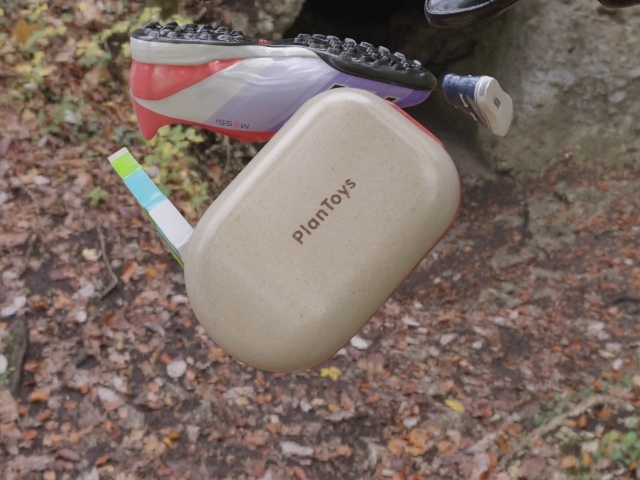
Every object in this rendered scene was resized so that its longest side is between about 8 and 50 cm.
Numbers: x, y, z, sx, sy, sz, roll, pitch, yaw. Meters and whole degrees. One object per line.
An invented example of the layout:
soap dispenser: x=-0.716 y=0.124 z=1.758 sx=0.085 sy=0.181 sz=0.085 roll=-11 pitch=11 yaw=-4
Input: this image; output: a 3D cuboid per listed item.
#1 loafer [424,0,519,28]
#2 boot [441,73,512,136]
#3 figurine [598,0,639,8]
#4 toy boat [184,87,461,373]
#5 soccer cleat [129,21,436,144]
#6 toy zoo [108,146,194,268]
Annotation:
loafer: x=0.232 y=-0.333 z=0.929 sx=0.223 sy=0.078 sz=0.076 roll=-15 pitch=68 yaw=22
boot: x=0.284 y=-0.248 z=1.330 sx=0.086 sy=0.069 sz=0.190 roll=19 pitch=-8 yaw=30
figurine: x=0.316 y=-0.290 z=0.748 sx=0.214 sy=0.092 sz=0.209 roll=26 pitch=8 yaw=-37
toy boat: x=0.000 y=0.000 z=0.600 sx=0.151 sy=0.151 sz=0.231 roll=42 pitch=85 yaw=11
soccer cleat: x=-0.038 y=-0.155 z=0.780 sx=0.318 sy=0.117 sz=0.109 roll=3 pitch=24 yaw=-10
toy zoo: x=-0.160 y=0.018 z=0.913 sx=0.030 sy=0.192 sz=0.293 roll=-36 pitch=43 yaw=-11
